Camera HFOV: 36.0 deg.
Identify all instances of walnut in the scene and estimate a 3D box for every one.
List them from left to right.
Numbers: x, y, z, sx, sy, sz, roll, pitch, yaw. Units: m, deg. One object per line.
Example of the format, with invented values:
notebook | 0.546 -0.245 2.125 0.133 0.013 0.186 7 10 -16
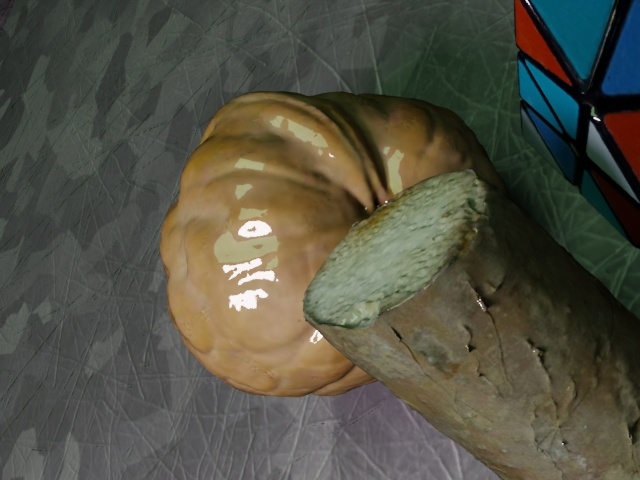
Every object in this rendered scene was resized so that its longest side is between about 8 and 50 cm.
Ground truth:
walnut | 0.000 0.000 0.849 0.285 0.285 0.296 7 45 51

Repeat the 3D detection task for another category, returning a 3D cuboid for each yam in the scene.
yam | 0.130 0.075 0.675 0.161 0.268 0.161 -41 25 24

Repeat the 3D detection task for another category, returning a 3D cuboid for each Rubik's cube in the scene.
Rubik's cube | 0.201 -0.110 0.790 0.234 0.250 0.284 1 71 70
